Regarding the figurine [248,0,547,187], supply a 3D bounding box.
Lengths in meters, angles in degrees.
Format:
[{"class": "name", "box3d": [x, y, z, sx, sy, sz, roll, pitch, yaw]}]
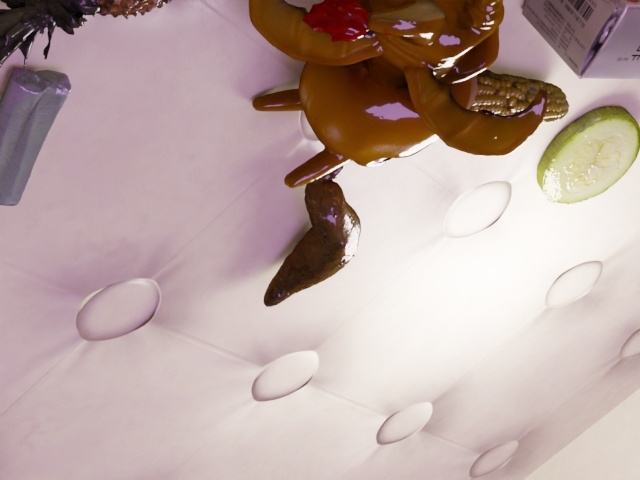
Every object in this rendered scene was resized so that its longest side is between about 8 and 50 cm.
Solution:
[{"class": "figurine", "box3d": [0.078, -0.254, 1.650, 0.401, 0.268, 0.387, 19, 147, -10]}]

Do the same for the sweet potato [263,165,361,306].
[{"class": "sweet potato", "box3d": [0.004, -0.001, 2.031, 0.124, 0.098, 0.310, 9, 133, -18]}]

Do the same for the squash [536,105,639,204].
[{"class": "squash", "box3d": [0.503, -0.156, 2.281, 0.219, 0.041, 0.219, -21, 144, -16]}]

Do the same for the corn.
[{"class": "corn", "box3d": [0.287, -0.231, 1.974, 0.320, 0.097, 0.097, 1, 134, -42]}]

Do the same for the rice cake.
[{"class": "rice cake", "box3d": [-0.401, -0.132, 1.592, 0.080, 0.042, 0.222, 6, 132, -37]}]

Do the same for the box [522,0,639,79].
[{"class": "box", "box3d": [0.497, -0.358, 1.905, 0.333, 0.173, 0.145, -5, 137, -34]}]

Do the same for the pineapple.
[{"class": "pineapple", "box3d": [-0.304, -0.285, 1.424, 0.277, 0.130, 0.119, -29, 175, -9]}]
